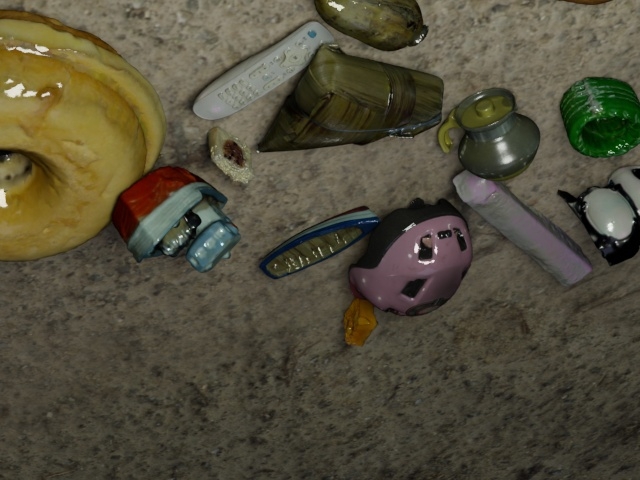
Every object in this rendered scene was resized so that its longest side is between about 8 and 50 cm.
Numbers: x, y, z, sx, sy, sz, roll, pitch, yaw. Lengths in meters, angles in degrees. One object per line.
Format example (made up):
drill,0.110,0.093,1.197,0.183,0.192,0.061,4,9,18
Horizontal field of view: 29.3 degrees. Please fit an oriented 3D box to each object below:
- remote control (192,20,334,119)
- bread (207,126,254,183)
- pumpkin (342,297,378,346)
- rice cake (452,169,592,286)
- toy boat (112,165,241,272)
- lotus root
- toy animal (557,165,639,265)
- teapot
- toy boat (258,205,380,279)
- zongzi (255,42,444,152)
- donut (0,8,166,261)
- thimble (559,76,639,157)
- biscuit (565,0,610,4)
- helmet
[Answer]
remote control,-0.087,-0.244,1.754,0.229,0.044,0.073,-33,149,16
bread,-0.137,-0.132,1.865,0.035,0.070,0.083,-35,131,27
pumpkin,0.078,0.146,2.265,0.054,0.074,0.083,11,140,-14
rice cake,0.358,-0.022,2.121,0.070,0.064,0.399,-35,136,21
toy boat,-0.205,-0.018,1.798,0.145,0.133,0.332,-46,173,7
lotus root,0.069,-0.314,1.667,0.179,0.080,0.089,18,113,-27
toy animal,0.514,-0.057,2.054,0.179,0.166,0.138,-26,163,2
teapot,0.253,-0.162,1.886,0.166,0.130,0.119,4,137,36
toy boat,0.000,0.000,2.082,0.229,0.045,0.080,-28,138,21
zongzi,0.047,-0.175,1.824,0.221,0.112,0.242,9,147,-25
donut,-0.430,-0.135,1.688,0.449,0.198,0.449,-6,143,-4
thimble,0.436,-0.192,1.899,0.118,0.090,0.130,-29,139,25
biscuit,0.392,-0.417,1.599,0.213,0.091,0.274,24,130,-33
helmet,0.168,0.049,2.078,0.198,0.154,0.253,-12,135,-28
